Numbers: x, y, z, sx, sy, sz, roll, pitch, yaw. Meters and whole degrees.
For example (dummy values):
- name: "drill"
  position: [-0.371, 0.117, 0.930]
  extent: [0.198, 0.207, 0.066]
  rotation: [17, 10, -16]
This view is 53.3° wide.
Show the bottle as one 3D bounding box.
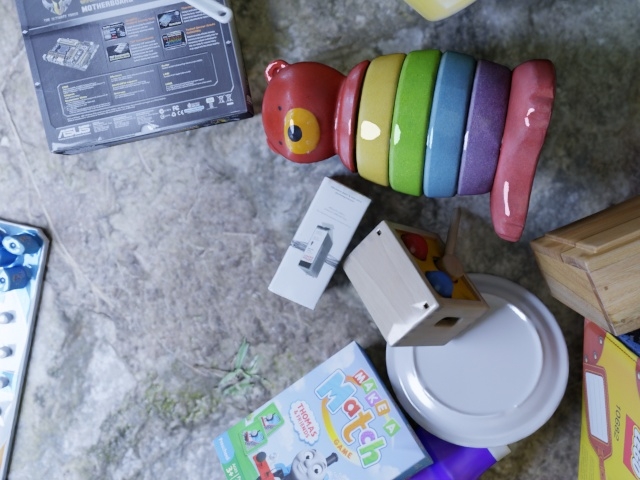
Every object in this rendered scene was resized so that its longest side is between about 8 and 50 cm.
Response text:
- name: "bottle"
  position: [0.084, 0.292, 0.739]
  extent: [0.283, 0.092, 0.118]
  rotation: [-36, 97, 4]

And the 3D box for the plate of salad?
- name: "plate of salad"
  position: [0.175, 0.133, 0.725]
  extent: [0.200, 0.048, 0.199]
  rotation: [-4, 65, 9]

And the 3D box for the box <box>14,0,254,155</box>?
- name: "box"
  position: [-0.207, -0.208, 0.719]
  extent: [0.231, 0.056, 0.182]
  rotation: [-12, 93, 2]

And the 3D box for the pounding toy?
- name: "pounding toy"
  position: [0.116, 0.033, 0.690]
  extent: [0.100, 0.141, 0.130]
  rotation: [-46, 57, 26]

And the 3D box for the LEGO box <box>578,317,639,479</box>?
- name: "LEGO box"
  position: [0.479, 0.330, 0.652]
  extent: [0.373, 0.193, 0.499]
  rotation: [-3, 103, 2]

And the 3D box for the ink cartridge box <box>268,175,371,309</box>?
- name: "ink cartridge box"
  position: [0.000, 0.000, 0.711]
  extent: [0.056, 0.099, 0.135]
  rotation: [27, 96, -2]

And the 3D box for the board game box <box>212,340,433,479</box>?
- name: "board game box"
  position: [-0.005, 0.237, 0.719]
  extent: [0.212, 0.039, 0.160]
  rotation: [-36, 52, 3]

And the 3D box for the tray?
- name: "tray"
  position: [0.418, -0.043, 0.578]
  extent: [0.411, 0.203, 0.076]
  rotation: [-22, 92, 7]

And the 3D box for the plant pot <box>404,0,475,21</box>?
- name: "plant pot"
  position: [0.099, -0.360, 0.617]
  extent: [0.254, 0.254, 0.239]
  rotation: [-43, 109, 5]

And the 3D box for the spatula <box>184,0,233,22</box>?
- name: "spatula"
  position: [-0.155, -0.337, 0.683]
  extent: [0.242, 0.019, 0.168]
  rotation: [32, 77, 15]

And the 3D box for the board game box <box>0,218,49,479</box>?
- name: "board game box"
  position: [-0.557, 0.136, 0.764]
  extent: [0.391, 0.050, 0.389]
  rotation: [13, 96, 0]

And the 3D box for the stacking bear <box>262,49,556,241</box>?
- name: "stacking bear"
  position: [0.077, -0.124, 0.672]
  extent: [0.289, 0.164, 0.175]
  rotation: [9, 127, 11]
